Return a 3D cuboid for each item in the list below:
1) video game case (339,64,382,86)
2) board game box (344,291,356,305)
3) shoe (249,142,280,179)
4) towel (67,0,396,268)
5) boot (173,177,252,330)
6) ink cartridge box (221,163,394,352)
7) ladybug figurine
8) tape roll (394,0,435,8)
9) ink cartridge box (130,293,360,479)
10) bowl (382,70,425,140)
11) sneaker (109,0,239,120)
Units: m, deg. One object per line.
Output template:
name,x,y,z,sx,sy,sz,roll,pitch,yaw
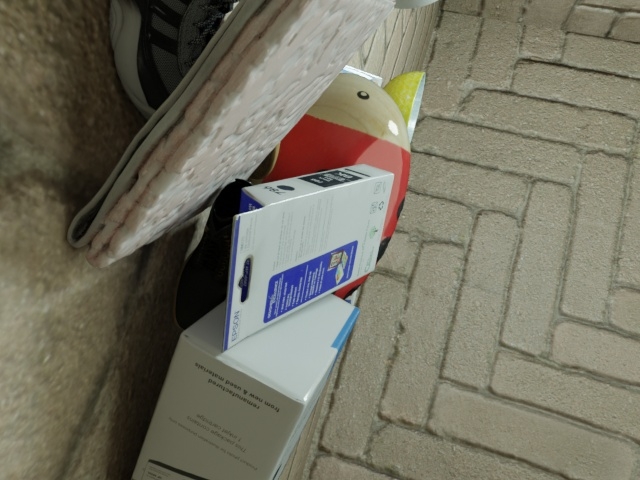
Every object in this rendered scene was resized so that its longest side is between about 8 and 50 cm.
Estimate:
video game case,0.026,-0.250,1.003,0.213,0.023,0.193,2,106,-42
board game box,0.000,0.000,1.052,0.053,0.193,0.305,-119,-141,-69
shoe,-0.082,-0.191,0.716,0.058,0.077,0.218,-50,151,-54
towel,-0.071,-0.135,0.520,0.332,0.053,0.317,-42,-176,27
boot,-0.137,0.019,0.632,0.137,0.077,0.197,122,-12,-79
ink cartridge box,-0.021,0.002,0.652,0.333,0.065,0.165,-21,127,-53
ladybug figurine,0.024,-0.059,0.880,0.305,0.162,0.448,9,104,-39
tape roll,0.170,-0.603,0.972,0.169,0.246,0.246,59,47,-73
ink cartridge box,-0.117,0.271,0.729,0.394,0.166,0.285,-66,171,20
bowl,0.254,-0.453,1.769,0.289,0.156,0.289,14,90,-78
sneaker,-0.095,-0.208,0.439,0.101,0.153,0.268,-60,161,-51
